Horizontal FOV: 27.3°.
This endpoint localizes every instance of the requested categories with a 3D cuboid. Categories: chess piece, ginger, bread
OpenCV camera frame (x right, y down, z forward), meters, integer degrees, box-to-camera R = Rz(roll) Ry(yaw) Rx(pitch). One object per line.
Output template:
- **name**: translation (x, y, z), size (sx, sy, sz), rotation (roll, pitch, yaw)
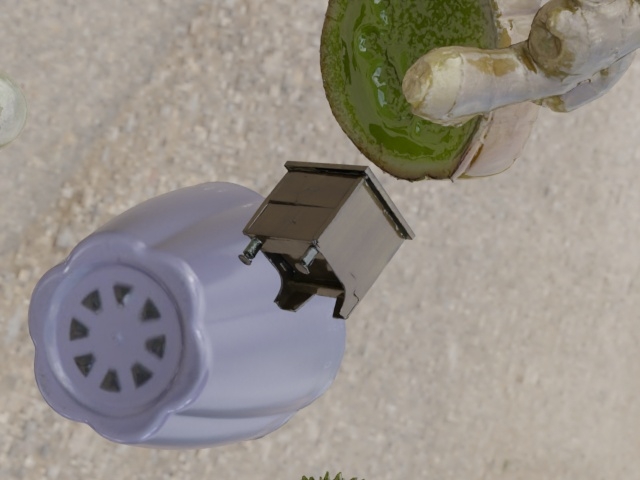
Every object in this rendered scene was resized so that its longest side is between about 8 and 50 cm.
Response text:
- **chess piece**: translation (-0.422, -0.142, 1.550), size (0.142, 0.261, 0.143), rotation (5, 80, -32)
- **ginger**: translation (0.157, -0.138, 0.939), size (0.214, 0.059, 0.133), rotation (-9, 153, -25)
- **bread**: translation (0.095, -0.162, 1.145), size (0.070, 0.236, 0.236), rotation (-14, 118, -43)

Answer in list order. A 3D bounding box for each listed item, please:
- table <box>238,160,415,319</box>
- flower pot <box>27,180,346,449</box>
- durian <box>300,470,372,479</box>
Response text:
- **table**: translation (0.000, 0.000, 0.908), size (0.082, 0.083, 0.070), rotation (-54, 127, -24)
- **flower pot**: translation (-0.137, 0.082, 1.224), size (0.243, 0.265, 0.265), rotation (-14, 117, -68)
- **durian**: translation (0.027, 0.272, 0.970), size (0.177, 0.236, 0.200), rotation (-59, 148, -18)
